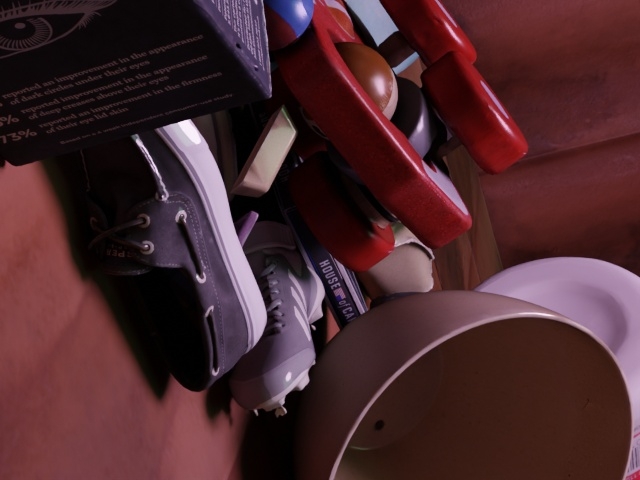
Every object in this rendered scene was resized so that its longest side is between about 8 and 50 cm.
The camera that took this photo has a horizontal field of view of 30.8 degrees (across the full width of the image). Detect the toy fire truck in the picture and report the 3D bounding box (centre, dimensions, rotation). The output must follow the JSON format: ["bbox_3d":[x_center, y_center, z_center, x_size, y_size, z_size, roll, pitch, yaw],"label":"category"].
[{"bbox_3d":[0.009,-0.137,0.890,0.254,0.169,0.302,40,21,-40],"label":"toy fire truck"}]

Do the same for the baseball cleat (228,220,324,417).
[{"bbox_3d":[-0.047,0.051,0.889,0.109,0.072,0.206,61,12,-15],"label":"baseball cleat"}]

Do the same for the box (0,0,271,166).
[{"bbox_3d":[-0.129,-0.135,0.526,0.207,0.153,0.108,50,30,-63],"label":"box"}]

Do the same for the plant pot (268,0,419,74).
[{"bbox_3d":[0.007,-0.235,1.158,0.234,0.165,0.165,-66,141,-55],"label":"plant pot"}]

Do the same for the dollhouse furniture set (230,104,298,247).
[{"bbox_3d":[-0.078,-0.048,0.789,0.114,0.081,0.091,-63,-168,-17],"label":"dollhouse furniture set"}]

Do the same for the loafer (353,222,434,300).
[{"bbox_3d":[0.085,0.023,1.325,0.268,0.102,0.092,27,46,-73],"label":"loafer"}]

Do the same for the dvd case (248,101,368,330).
[{"bbox_3d":[0.000,0.000,1.080,0.179,0.029,0.239,-109,176,-49],"label":"dvd case"}]

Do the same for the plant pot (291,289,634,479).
[{"bbox_3d":[0.089,0.156,0.975,0.191,0.284,0.284,39,-26,57],"label":"plant pot"}]

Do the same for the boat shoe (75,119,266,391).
[{"bbox_3d":[-0.102,0.000,0.696,0.076,0.080,0.228,-55,140,-38],"label":"boat shoe"}]

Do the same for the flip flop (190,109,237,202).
[{"bbox_3d":[-0.107,-0.149,0.798,0.112,0.080,0.277,-104,-171,-59],"label":"flip flop"}]

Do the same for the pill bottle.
[{"bbox_3d":[0.270,0.235,1.243,0.229,0.229,0.408,-86,165,-49],"label":"pill bottle"}]

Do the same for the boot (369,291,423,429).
[{"bbox_3d":[0.119,0.234,1.309,0.338,0.118,0.223,53,34,-45],"label":"boot"}]
